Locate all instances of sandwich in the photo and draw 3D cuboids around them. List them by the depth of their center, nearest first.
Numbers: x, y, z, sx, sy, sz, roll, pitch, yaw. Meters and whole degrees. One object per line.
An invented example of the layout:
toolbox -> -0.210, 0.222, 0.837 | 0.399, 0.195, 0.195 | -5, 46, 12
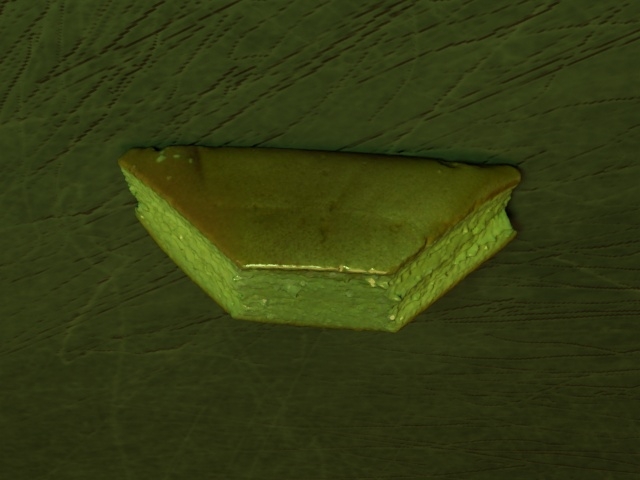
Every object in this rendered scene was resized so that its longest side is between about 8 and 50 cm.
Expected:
sandwich -> 0.000, 0.000, 1.121 | 0.258, 0.096, 0.094 | 3, 150, 1
